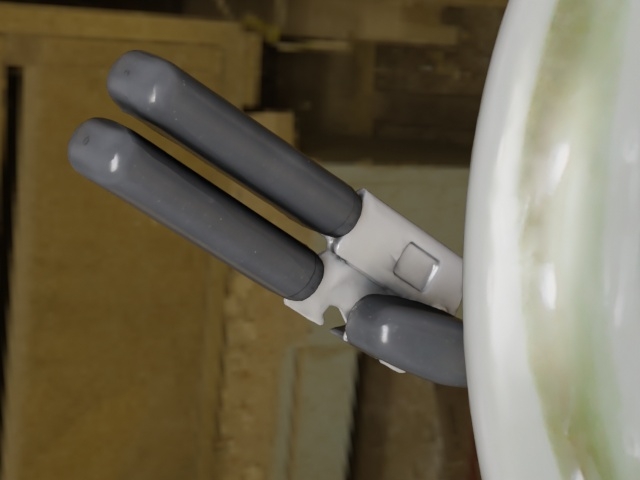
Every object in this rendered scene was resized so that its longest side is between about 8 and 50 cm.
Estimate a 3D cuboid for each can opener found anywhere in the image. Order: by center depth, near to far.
[{"bbox_3d":[0.000,0.000,0.940,0.095,0.283,0.076,27,86,45],"label":"can opener"}]

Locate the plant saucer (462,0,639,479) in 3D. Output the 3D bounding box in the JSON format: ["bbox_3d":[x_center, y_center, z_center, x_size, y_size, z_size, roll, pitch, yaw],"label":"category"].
[{"bbox_3d":[0.184,0.020,0.591,0.400,0.100,0.400,-3,87,64],"label":"plant saucer"}]
